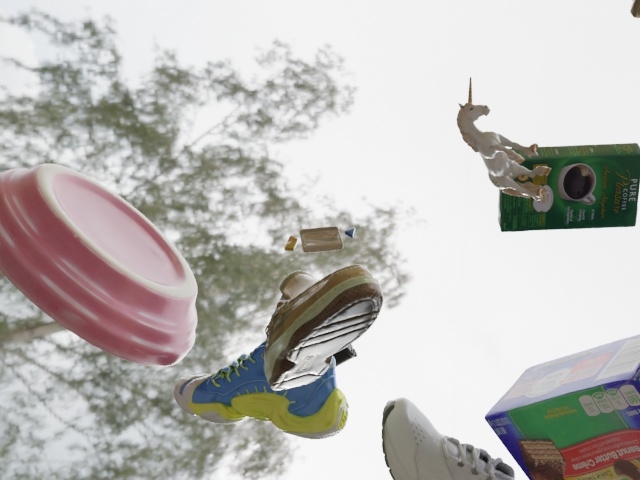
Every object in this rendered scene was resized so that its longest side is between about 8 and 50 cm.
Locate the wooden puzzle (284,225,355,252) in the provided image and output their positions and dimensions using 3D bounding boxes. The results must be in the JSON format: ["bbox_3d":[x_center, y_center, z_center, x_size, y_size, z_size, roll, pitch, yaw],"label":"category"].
[{"bbox_3d":[0.000,0.000,1.595,0.116,0.079,0.014,-3,-62,2],"label":"wooden puzzle"}]

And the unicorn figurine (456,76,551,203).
[{"bbox_3d":[0.223,-0.110,1.193,0.111,0.060,0.162,23,-39,45],"label":"unicorn figurine"}]

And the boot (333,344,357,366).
[{"bbox_3d":[0.014,0.200,1.538,0.099,0.045,0.121,-35,-67,11],"label":"boot"}]

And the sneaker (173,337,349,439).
[{"bbox_3d":[-0.075,0.162,1.188,0.240,0.091,0.126,5,-76,23],"label":"sneaker"}]

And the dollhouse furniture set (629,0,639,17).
[{"bbox_3d":[0.167,-0.175,0.564,0.182,0.160,0.101,-107,-162,-47],"label":"dollhouse furniture set"}]

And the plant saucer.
[{"bbox_3d":[-0.276,0.015,1.208,0.084,0.332,0.332,-48,-113,9],"label":"plant saucer"}]

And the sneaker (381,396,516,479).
[{"bbox_3d":[0.191,0.314,1.284,0.129,0.111,0.297,-29,-70,31],"label":"sneaker"}]

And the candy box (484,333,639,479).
[{"bbox_3d":[0.393,0.285,1.154,0.317,0.122,0.268,53,-34,-2],"label":"candy box"}]

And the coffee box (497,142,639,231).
[{"bbox_3d":[0.330,-0.070,1.285,0.184,0.040,0.113,-3,-60,5],"label":"coffee box"}]

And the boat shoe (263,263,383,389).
[{"bbox_3d":[-0.011,0.056,0.763,0.190,0.068,0.072,-51,-130,54],"label":"boat shoe"}]
